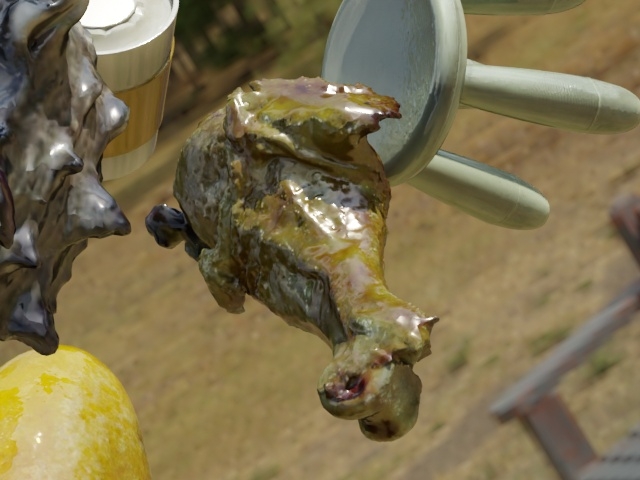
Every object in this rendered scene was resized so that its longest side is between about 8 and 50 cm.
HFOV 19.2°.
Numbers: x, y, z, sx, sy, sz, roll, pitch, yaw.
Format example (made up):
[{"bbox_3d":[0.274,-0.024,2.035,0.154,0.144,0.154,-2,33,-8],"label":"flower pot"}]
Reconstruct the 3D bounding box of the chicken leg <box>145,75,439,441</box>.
[{"bbox_3d":[0.008,-0.012,1.443,0.361,0.140,0.211,37,108,51],"label":"chicken leg"}]

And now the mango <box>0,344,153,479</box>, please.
[{"bbox_3d":[-0.211,0.251,1.358,0.199,0.221,0.384,-8,58,35],"label":"mango"}]

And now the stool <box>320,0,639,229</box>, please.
[{"bbox_3d":[0.127,-0.127,1.588,0.199,0.195,0.195,10,-40,-30],"label":"stool"}]

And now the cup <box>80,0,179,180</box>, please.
[{"bbox_3d":[-0.274,-0.207,2.119,0.185,0.241,0.226,-39,-30,-34],"label":"cup"}]

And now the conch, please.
[{"bbox_3d":[-0.224,-0.067,0.971,0.241,0.313,0.186,-20,-34,-30],"label":"conch"}]
